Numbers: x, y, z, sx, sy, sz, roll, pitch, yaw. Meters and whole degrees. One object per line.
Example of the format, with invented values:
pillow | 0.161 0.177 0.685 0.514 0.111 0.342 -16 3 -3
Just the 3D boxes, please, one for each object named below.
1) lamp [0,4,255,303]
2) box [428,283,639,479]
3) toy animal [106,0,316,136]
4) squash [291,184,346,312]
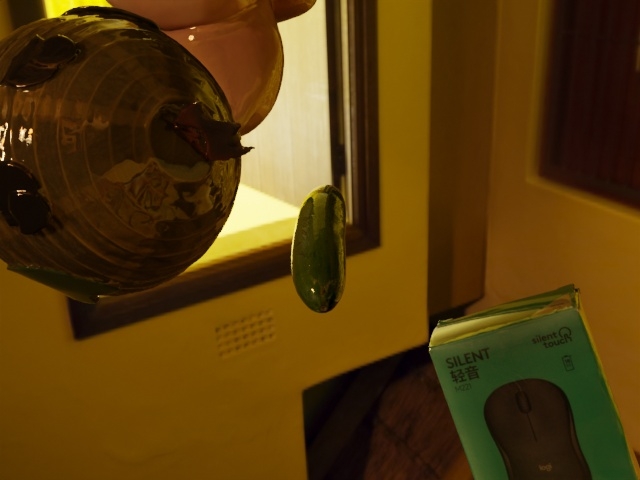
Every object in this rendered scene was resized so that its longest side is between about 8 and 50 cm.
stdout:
lamp | -0.170 -0.070 0.647 0.284 0.250 0.250 -1 -161 41
box | 0.288 0.239 1.004 0.205 0.311 0.118 -18 -178 17
toy animal | -0.175 -0.298 0.926 0.277 0.247 0.345 8 -115 19
squash | -0.001 -0.001 1.155 0.082 0.082 0.292 -1 -143 3
